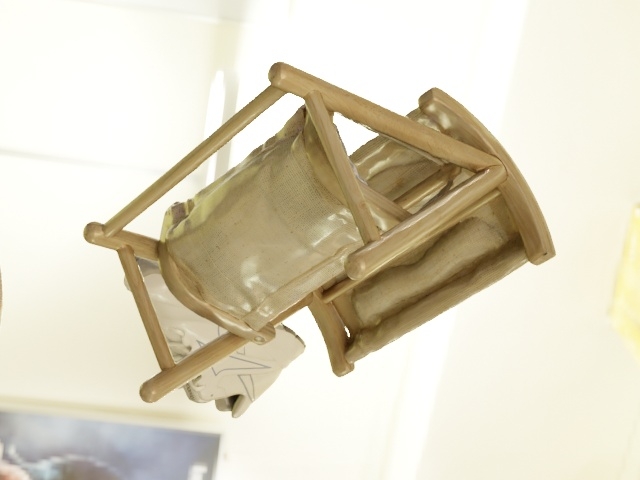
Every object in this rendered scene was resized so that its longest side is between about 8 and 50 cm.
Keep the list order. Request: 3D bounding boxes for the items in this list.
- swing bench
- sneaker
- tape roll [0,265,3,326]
[{"bbox_3d":[0.000,0.000,1.020,0.253,0.254,0.165,-34,-110,36],"label":"swing bench"},{"bbox_3d":[-0.120,0.107,1.384,0.129,0.111,0.297,-59,142,-10],"label":"sneaker"},{"bbox_3d":[-0.445,0.077,1.525,0.189,0.080,0.189,1,90,-85],"label":"tape roll"}]
